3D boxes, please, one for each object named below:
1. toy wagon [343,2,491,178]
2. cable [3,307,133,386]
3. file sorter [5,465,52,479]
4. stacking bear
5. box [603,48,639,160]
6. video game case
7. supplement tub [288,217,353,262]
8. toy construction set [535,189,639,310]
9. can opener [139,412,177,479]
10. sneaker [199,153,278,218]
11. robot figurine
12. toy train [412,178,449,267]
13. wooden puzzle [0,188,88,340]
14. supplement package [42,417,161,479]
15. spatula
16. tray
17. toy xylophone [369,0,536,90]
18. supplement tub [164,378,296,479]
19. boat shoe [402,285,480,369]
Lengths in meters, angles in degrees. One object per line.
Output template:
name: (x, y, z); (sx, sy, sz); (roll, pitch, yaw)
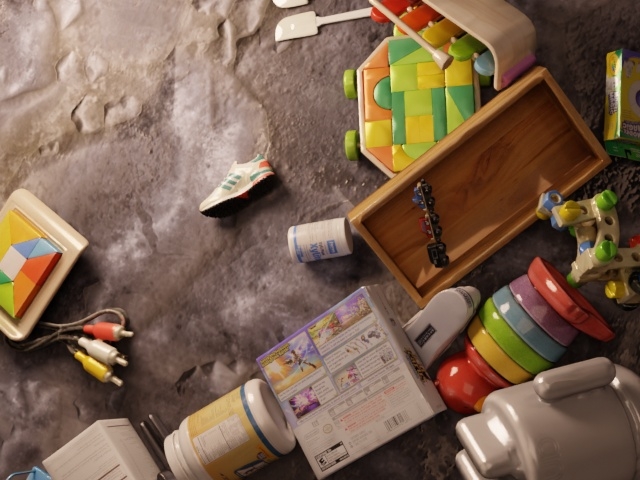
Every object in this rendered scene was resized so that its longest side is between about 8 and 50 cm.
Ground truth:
toy wagon: (0.175, -0.279, 1.782); (0.267, 0.068, 0.344); (-4, 82, 13)
cable: (-0.479, 0.178, 1.873); (0.287, 0.072, 0.139); (13, 87, 15)
file sorter: (-0.515, 0.518, 1.818); (0.170, 0.104, 0.118); (29, 90, 15)
stacking bear: (0.313, 0.180, 1.643); (0.289, 0.175, 0.164); (-45, 48, 14)
box: (0.536, -0.227, 1.673); (0.105, 0.043, 0.179); (7, 84, -26)
video game case: (0.049, 0.246, 1.698); (0.269, 0.061, 0.244); (-36, 76, 28)
supplement tub: (0.000, 0.000, 1.784); (0.107, 0.071, 0.071); (-10, 80, 13)
toy construction set: (0.534, 0.000, 1.614); (0.328, 0.151, 0.215); (-8, 62, -4)
can opener: (-0.276, 0.397, 1.803); (0.059, 0.073, 0.186); (-34, 66, 10)
sneaker: (-0.161, -0.105, 1.852); (0.161, 0.057, 0.075); (-29, 60, 9)
robot figurine: (0.393, 0.311, 1.552); (0.353, 0.300, 0.200); (-14, 39, -11)
toy train: (0.184, -0.027, 1.650); (0.036, 0.027, 0.158); (-13, 106, 10)
wooden puzzle: (-0.592, 0.043, 1.918); (0.221, 0.044, 0.238); (36, 91, 26)
supplement package: (-0.361, 0.460, 1.771); (0.134, 0.139, 0.244); (-37, 75, 5)
spatula: (0.020, -0.483, 1.874); (0.242, 0.019, 0.168); (-9, 79, 12)
tray: (0.270, -0.091, 1.690); (0.411, 0.076, 0.203); (-38, 104, 5)
toy xylophone: (0.215, -0.384, 1.710); (0.236, 0.081, 0.322); (-28, 62, -28)
supplement tub: (-0.159, 0.351, 1.735); (0.200, 0.144, 0.144); (-31, 76, 8)
boat shoe: (0.184, 0.172, 1.697); (0.258, 0.084, 0.095); (-43, 74, 33)
